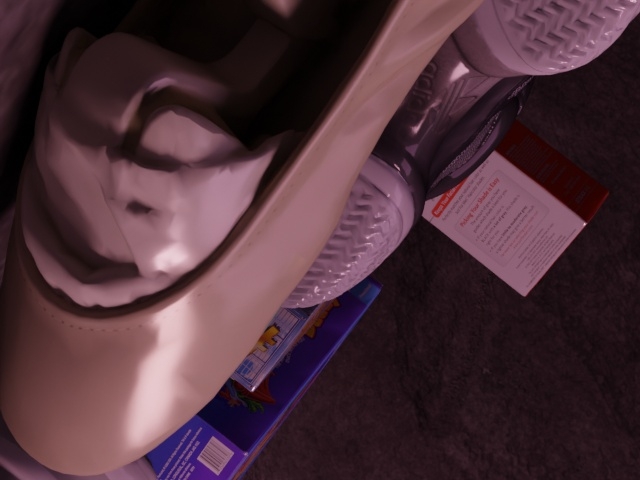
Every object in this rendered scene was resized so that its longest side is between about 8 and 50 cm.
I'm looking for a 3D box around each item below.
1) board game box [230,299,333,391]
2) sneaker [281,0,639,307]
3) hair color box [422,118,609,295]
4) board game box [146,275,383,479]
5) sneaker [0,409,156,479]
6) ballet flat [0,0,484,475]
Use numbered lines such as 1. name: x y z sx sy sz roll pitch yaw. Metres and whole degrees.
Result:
1. board game box: 0.000 0.000 0.952 0.194 0.060 0.194 -49 175 -43
2. sneaker: 0.058 -0.096 0.557 0.268 0.101 0.153 -48 179 31
3. hair color box: 0.119 -0.048 1.078 0.053 0.167 0.093 -46 173 -46
4. board game box: -0.103 0.178 1.191 0.233 0.078 0.347 -47 173 -50
5. sneaker: -0.081 0.168 0.518 0.115 0.281 0.105 -43 -147 -22
6. ballet flat: -0.018 -0.051 0.343 0.248 0.086 0.086 -54 175 6
